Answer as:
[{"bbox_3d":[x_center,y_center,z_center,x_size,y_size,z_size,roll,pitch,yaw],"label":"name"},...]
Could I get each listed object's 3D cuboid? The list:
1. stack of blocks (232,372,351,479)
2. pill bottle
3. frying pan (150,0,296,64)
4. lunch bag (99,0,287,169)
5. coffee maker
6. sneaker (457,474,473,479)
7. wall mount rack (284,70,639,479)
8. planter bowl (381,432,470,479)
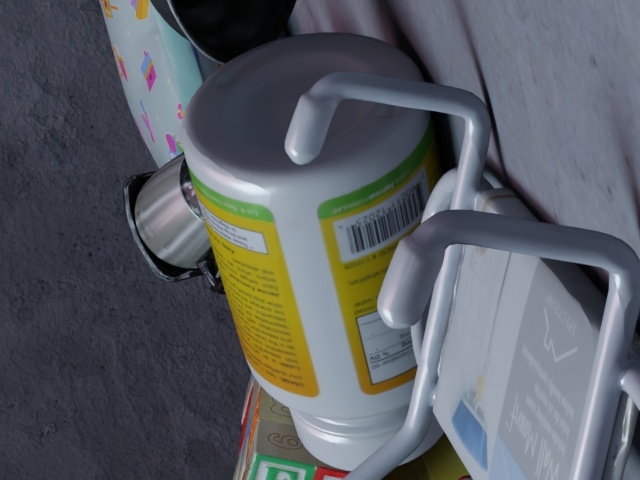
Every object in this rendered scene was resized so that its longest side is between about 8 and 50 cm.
[{"bbox_3d":[-0.016,0.153,1.291,0.297,0.087,0.171,-85,8,-61],"label":"stack of blocks"},{"bbox_3d":[0.012,0.016,0.977,0.136,0.136,0.245,-114,8,-50],"label":"pill bottle"},{"bbox_3d":[-0.079,-0.224,0.896,0.326,0.053,0.197,48,-129,-57],"label":"frying pan"},{"bbox_3d":[-0.104,-0.160,1.521,0.262,0.160,0.223,67,-175,-81],"label":"lunch bag"},{"bbox_3d":[-0.048,-0.059,1.311,0.120,0.171,0.178,49,144,-3],"label":"coffee maker"},{"bbox_3d":[0.112,0.213,1.123,0.067,0.042,0.118,-137,37,-72],"label":"sneaker"},{"bbox_3d":[0.028,0.101,0.721,0.350,0.130,0.304,-118,37,-67],"label":"wall mount rack"},{"bbox_3d":[0.079,0.226,1.267,0.217,0.090,0.217,162,90,-86],"label":"planter bowl"}]
